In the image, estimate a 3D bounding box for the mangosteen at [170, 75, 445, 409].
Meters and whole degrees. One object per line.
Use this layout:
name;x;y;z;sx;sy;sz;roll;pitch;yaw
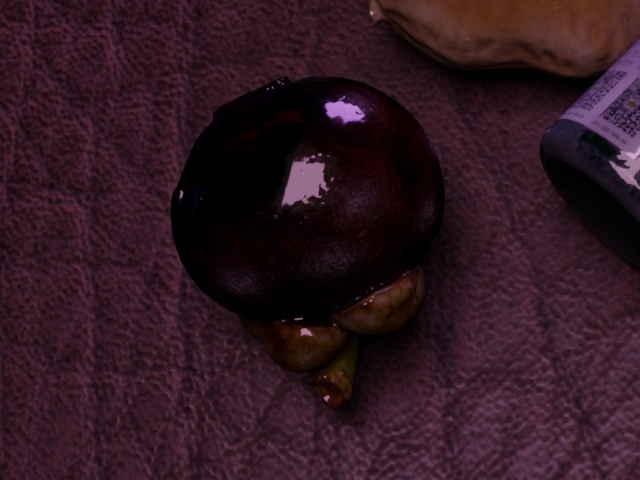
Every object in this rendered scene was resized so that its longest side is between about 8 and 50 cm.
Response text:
mangosteen;0.000;0.000;1.110;0.194;0.194;0.230;-20;92;6

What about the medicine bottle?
medicine bottle;0.296;-0.117;1.091;0.293;0.141;0.141;-45;65;-5

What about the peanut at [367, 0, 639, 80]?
peanut;0.130;-0.185;1.171;0.224;0.129;0.129;12;72;18
